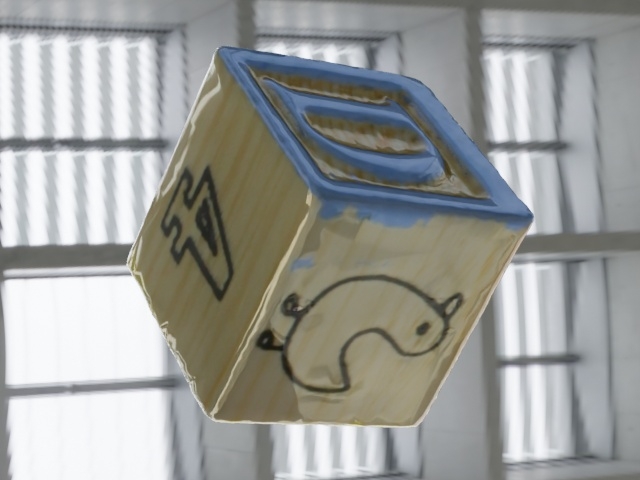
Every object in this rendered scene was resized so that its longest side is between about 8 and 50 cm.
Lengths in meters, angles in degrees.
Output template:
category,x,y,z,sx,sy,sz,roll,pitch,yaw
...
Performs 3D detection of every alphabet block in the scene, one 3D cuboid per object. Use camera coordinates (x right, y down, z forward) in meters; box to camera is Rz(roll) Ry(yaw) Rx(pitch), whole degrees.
category,x,y,z,sx,sy,sz,roll,pitch,yaw
alphabet block,0.000,0.000,1.208,0.192,0.193,0.197,6,-56,-31
